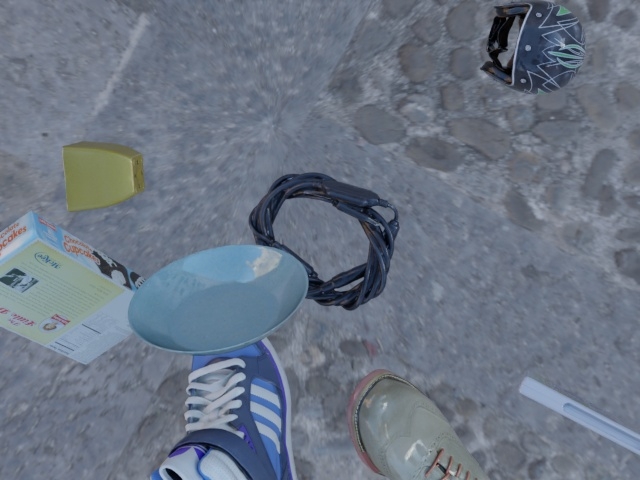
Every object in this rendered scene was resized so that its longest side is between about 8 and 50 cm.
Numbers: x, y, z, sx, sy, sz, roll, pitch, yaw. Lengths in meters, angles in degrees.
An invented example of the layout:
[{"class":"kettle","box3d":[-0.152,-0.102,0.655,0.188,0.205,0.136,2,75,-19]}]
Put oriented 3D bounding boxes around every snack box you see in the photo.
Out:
[{"class":"snack box","box3d":[-0.420,0.086,1.522,0.187,0.322,0.060,-33,54,12]}]

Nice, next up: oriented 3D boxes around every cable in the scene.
[{"class":"cable","box3d":[0.000,0.000,1.104,0.184,0.047,0.150,15,108,19]}]

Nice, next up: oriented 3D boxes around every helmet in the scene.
[{"class":"helmet","box3d":[0.358,-0.319,1.558,0.169,0.161,0.169,-14,116,-31]}]

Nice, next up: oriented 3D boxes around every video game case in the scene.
[{"class":"video game case","box3d":[0.324,0.209,1.103,0.193,0.212,0.023,27,91,14]}]

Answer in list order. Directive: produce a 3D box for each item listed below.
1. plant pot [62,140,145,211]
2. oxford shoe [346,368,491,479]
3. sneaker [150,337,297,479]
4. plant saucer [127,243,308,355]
[{"class":"plant pot","box3d":[-0.266,-0.082,1.175,0.083,0.081,0.081,-2,101,6]},{"class":"oxford shoe","box3d":[0.178,0.331,1.389,0.140,0.146,0.397,-51,127,-15]},{"class":"sneaker","box3d":[-0.132,0.237,1.202,0.130,0.236,0.323,-19,75,18]},{"class":"plant saucer","box3d":[-0.105,0.071,1.003,0.195,0.195,0.037,-12,121,-1]}]
